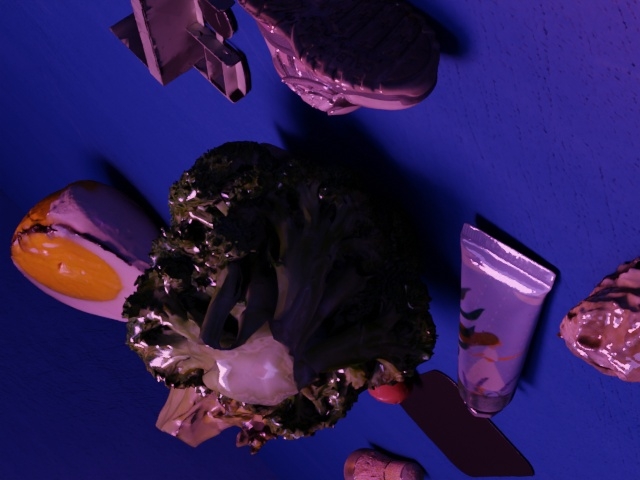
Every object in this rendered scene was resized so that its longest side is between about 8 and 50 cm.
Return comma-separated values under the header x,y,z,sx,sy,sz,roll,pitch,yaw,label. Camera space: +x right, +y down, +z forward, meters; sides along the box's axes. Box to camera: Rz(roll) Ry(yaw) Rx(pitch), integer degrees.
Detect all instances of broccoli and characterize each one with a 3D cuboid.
x,y,z,sx,sy,sz,roll,pitch,yaw,label
-0.046,0.059,0.874,0.307,0.308,0.275,53,-156,-15,broccoli
-0.171,0.238,1.689,0.334,0.271,0.324,21,-172,42,broccoli

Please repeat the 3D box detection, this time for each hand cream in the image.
x,y,z,sx,sy,sz,roll,pitch,yaw,label
0.163,0.088,0.865,0.091,0.058,0.271,35,153,26,hand cream
0.116,0.404,1.597,0.084,0.084,0.203,50,155,-6,hand cream

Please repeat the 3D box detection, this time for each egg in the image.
x,y,z,sx,sy,sz,roll,pitch,yaw,label
-0.425,0.004,1.794,0.337,0.201,0.337,17,150,10,egg

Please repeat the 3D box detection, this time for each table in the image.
x,y,z,sx,sy,sz,roll,pitch,yaw,label
-0.156,-0.226,0.933,0.175,0.062,0.146,45,162,20,table

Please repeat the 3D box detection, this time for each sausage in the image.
x,y,z,sx,sy,sz,roll,pitch,yaw,label
0.082,0.174,1.205,0.094,0.054,0.059,57,-160,-19,sausage

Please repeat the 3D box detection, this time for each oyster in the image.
x,y,z,sx,sy,sz,roll,pitch,yaw,label
0.245,0.073,0.613,0.209,0.072,0.132,31,158,38,oyster

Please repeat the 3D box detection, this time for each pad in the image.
x,y,z,sx,sy,sz,roll,pitch,yaw,label
0.180,0.253,1.235,0.181,0.004,0.267,47,162,2,pad

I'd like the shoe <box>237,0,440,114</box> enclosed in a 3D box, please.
x,y,z,sx,sy,sz,roll,pitch,yaw,label
0.013,-0.136,0.685,0.180,0.089,0.092,40,159,31,shoe

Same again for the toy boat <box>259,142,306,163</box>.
x,y,z,sx,sy,sz,roll,pitch,yaw,label
0.000,0.000,1.047,0.093,0.055,0.293,26,152,47,toy boat
